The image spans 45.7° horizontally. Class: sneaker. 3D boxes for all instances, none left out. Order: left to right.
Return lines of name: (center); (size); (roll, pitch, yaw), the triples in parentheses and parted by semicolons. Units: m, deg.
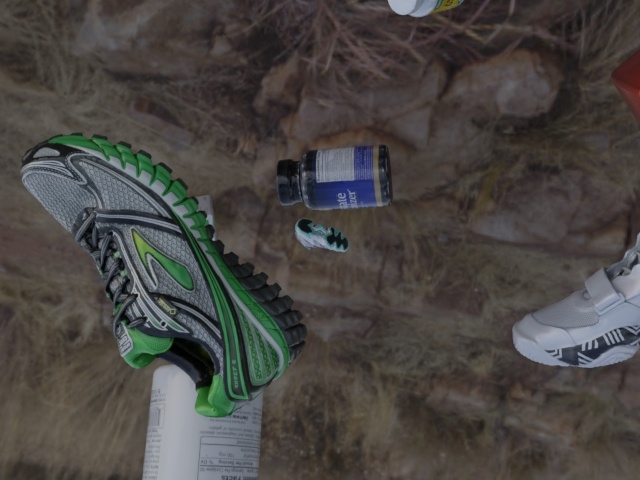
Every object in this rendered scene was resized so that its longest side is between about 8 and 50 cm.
sneaker: (-0.170, 0.034, 0.763); (0.343, 0.146, 0.134); (45, 144, -5)
sneaker: (0.000, 0.000, 1.306); (0.098, 0.038, 0.069); (28, 155, 2)
sneaker: (0.427, 0.036, 1.027); (0.365, 0.137, 0.210); (-14, 103, 15)

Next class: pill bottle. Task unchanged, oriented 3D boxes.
pill bottle: (-0.135, 0.262, 0.862); (0.131, 0.229, 0.131); (2, 162, 1)
pill bottle: (0.029, -0.121, 1.498); (0.219, 0.123, 0.123); (-4, 151, 9)
pill bottle: (0.257, -0.606, 1.834); (0.117, 0.208, 0.118); (22, 125, 36)

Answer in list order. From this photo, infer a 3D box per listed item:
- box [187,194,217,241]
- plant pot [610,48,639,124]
box: (-0.203, -0.005, 1.169); (0.087, 0.102, 0.101); (-8, 111, -6)
plant pot: (0.763, -0.313, 1.564); (0.267, 0.267, 0.236); (48, -173, -20)
